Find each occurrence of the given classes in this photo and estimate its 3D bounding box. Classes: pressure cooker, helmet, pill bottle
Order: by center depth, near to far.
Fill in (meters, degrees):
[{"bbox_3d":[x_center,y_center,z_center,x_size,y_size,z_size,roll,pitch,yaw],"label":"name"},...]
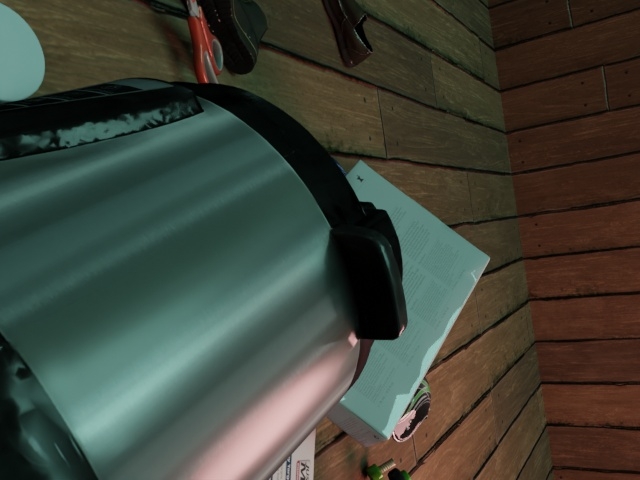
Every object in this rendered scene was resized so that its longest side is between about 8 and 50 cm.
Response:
[{"bbox_3d":[-0.326,-0.137,0.505,0.108,0.180,0.107,19,68,-56],"label":"pill bottle"},{"bbox_3d":[-0.156,0.059,0.528,0.370,0.375,0.420,42,44,13],"label":"pressure cooker"},{"bbox_3d":[0.140,0.310,1.189,0.162,0.169,0.169,-35,114,-38],"label":"helmet"}]

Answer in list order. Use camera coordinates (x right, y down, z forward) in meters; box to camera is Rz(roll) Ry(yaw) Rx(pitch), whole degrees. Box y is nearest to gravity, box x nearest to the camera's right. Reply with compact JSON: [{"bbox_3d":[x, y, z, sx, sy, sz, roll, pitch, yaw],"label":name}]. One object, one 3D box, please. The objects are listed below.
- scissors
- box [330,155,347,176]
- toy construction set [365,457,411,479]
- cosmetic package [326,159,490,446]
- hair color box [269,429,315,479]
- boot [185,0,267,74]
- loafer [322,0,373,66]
[{"bbox_3d":[-0.179,-0.321,0.834,0.297,0.021,0.108,80,14,-60],"label":"scissors"},{"bbox_3d":[0.045,-0.086,1.138,0.169,0.059,0.054,53,13,16],"label":"box"},{"bbox_3d":[0.131,0.620,1.091,0.237,0.257,0.308,-26,89,-13],"label":"toy construction set"},{"bbox_3d":[0.067,0.086,0.954,0.284,0.097,0.377,39,59,0],"label":"cosmetic package"},{"bbox_3d":[-0.142,0.325,0.773,0.347,0.105,0.173,27,61,-53],"label":"hair color box"},{"bbox_3d":[-0.151,-0.393,0.971,0.197,0.077,0.137,69,26,-45],"label":"boot"},{"bbox_3d":[0.069,-0.510,1.340,0.080,0.078,0.220,-50,125,-51],"label":"loafer"}]
